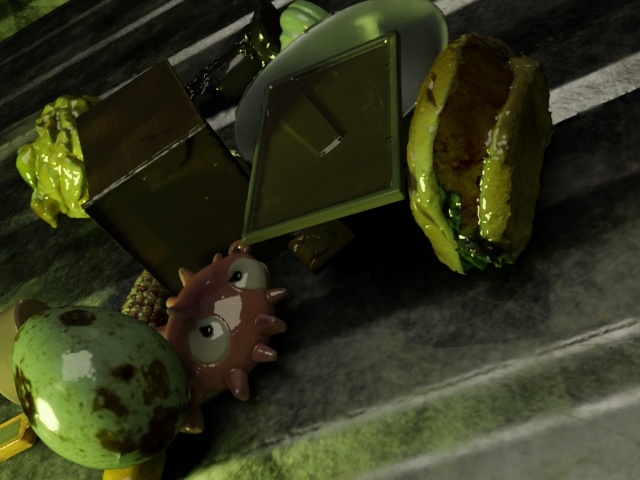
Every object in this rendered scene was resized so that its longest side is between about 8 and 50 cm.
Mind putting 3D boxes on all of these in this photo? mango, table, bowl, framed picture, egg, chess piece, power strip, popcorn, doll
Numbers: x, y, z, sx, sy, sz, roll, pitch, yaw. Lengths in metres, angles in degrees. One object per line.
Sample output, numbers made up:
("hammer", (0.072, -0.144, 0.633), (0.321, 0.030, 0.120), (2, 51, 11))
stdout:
("mango", (-0.225, 0.272, 0.780), (0.079, 0.057, 0.114), (-18, 40, 31))
("table", (-0.218, -0.093, 0.977), (0.196, 0.250, 0.282), (-36, 41, 1))
("bowl", (0.054, -0.186, 0.939), (0.345, 0.157, 0.345), (-21, 44, 22))
("framed picture", (0.005, -0.137, 0.805), (0.213, 0.016, 0.289), (-16, 49, 24))
("egg", (-0.259, 0.161, 0.734), (0.231, 0.169, 0.169), (33, 72, 18))
("chess piece", (-0.072, -0.302, 1.192), (0.139, 0.139, 0.272), (29, 83, 47))
("power strip", (-0.433, 0.170, 0.955), (0.078, 0.154, 0.154), (-32, 40, 1))
("popcorn", (-0.465, -0.159, 1.243), (0.258, 0.224, 0.270), (-17, 50, 46))
("power strip", (-0.497, 0.314, 0.952), (0.178, 0.028, 0.049), (-28, 41, 10))
("doll", (-0.136, 0.119, 0.831), (0.211, 0.093, 0.262), (9, 68, 34))

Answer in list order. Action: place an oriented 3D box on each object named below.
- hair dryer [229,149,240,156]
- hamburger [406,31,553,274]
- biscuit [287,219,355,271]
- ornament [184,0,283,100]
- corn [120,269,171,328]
("hair dryer", (-0.262, -0.198, 1.172), (0.199, 0.167, 0.067), (3, 59, 37))
("hamburger", (0.188, -0.119, 0.748), (0.132, 0.211, 0.309), (4, 53, 32))
("biscuit", (0.000, 0.000, 0.911), (0.083, 0.018, 0.081), (-39, 39, -4))
("ornament", (-0.187, -0.383, 1.363), (0.260, 0.106, 0.251), (-29, 32, 22))
("corn", (-0.263, 0.134, 0.910), (0.079, 0.079, 0.237), (-17, 44, 22))
